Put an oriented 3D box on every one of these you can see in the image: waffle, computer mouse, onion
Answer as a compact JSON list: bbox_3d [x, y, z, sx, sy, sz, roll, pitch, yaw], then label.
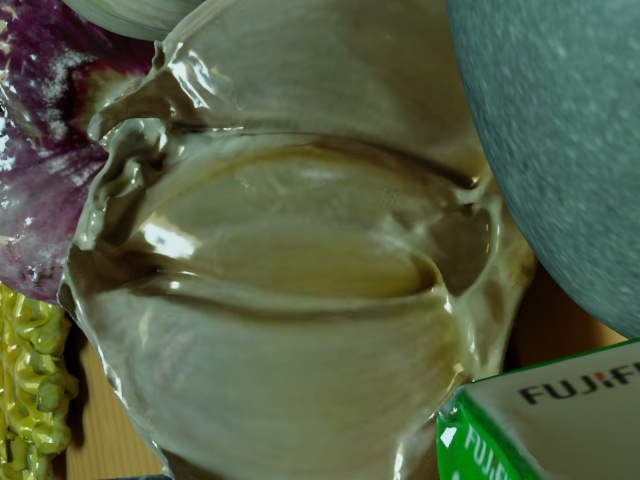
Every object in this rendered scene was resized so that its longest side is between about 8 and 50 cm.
[{"bbox_3d":[-0.260,0.062,1.630,0.312,0.060,0.307,133,128,-63],"label":"waffle"},{"bbox_3d":[0.110,-0.125,0.513,0.203,0.114,0.374,-116,31,-49],"label":"computer mouse"},{"bbox_3d":[-0.202,-0.097,1.306,0.349,0.159,0.267,-153,65,-66],"label":"onion"}]

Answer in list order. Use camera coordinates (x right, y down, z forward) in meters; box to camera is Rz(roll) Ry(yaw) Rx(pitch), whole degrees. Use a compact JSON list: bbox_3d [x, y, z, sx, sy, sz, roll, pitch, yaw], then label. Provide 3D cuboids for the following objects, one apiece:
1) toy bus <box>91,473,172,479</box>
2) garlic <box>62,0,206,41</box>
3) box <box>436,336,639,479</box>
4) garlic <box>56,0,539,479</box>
[{"bbox_3d":[-0.071,0.257,1.066,0.133,0.116,0.234,117,147,-54],"label":"toy bus"},{"bbox_3d":[-0.033,-0.185,0.831,0.228,0.152,0.228,-53,15,22],"label":"garlic"},{"bbox_3d":[0.141,0.100,0.373,0.250,0.180,0.103,-132,32,-62],"label":"box"},{"bbox_3d":[0.000,0.000,0.773,0.143,0.178,0.229,31,-109,-82],"label":"garlic"}]
